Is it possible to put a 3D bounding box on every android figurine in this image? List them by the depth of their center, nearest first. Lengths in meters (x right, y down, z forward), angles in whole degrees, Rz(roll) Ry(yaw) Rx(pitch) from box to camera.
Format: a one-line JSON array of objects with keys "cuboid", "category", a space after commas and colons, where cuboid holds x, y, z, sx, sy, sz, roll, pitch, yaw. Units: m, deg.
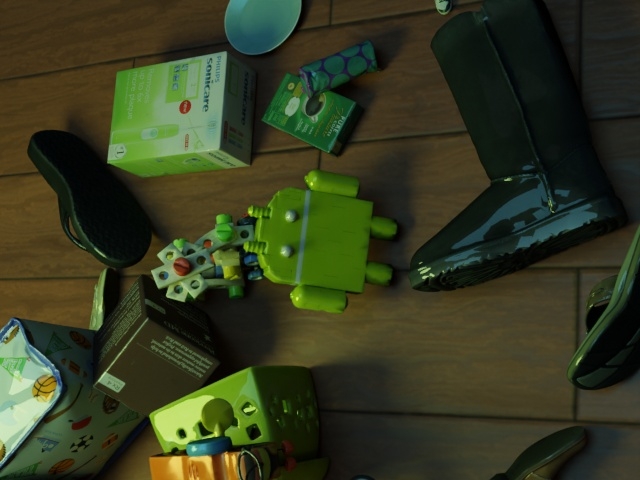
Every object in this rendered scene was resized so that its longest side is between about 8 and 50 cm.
[{"cuboid": [0.000, 0.000, 1.651, 0.056, 0.272, 0.248, 156, 124, -71], "category": "android figurine"}]

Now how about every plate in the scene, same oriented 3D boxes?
[{"cuboid": [-0.115, -0.469, 1.953, 0.188, 0.024, 0.188, -8, 73, 27], "category": "plate"}]

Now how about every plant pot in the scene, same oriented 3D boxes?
[{"cuboid": [-0.125, 0.353, 1.638, 0.227, 0.228, 0.207, -26, 72, 20], "category": "plant pot"}]

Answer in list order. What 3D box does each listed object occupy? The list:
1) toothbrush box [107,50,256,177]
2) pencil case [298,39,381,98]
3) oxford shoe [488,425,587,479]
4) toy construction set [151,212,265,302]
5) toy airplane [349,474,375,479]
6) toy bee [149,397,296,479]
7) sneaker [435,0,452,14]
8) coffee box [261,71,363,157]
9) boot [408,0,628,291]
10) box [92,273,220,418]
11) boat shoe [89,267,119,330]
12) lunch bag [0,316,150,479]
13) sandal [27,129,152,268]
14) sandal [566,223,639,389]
[{"cuboid": [-0.284, -0.252, 1.936, 0.283, 0.122, 0.206, -3, 76, 27], "category": "toothbrush box"}, {"cuboid": [0.035, -0.323, 1.780, 0.151, 0.070, 0.065, -23, 88, -6], "category": "pencil case"}, {"cuboid": [0.339, 0.370, 1.471, 0.212, 0.076, 0.076, -42, 91, 11], "category": "oxford shoe"}, {"cuboid": [-0.205, 0.035, 1.728, 0.215, 0.328, 0.151, -6, 86, -2], "category": "toy construction set"}, {"cuboid": [-0.029, 0.553, 1.433, 0.384, 0.386, 0.272, -45, 48, 13], "category": "toy airplane"}, {"cuboid": [-0.126, 0.359, 1.460, 0.298, 0.162, 0.195, 17, 105, 47], "category": "toy bee"}, {"cuboid": [0.222, -0.461, 1.754, 0.031, 0.037, 0.083, -16, 72, 23], "category": "sneaker"}, {"cuboid": [-0.017, -0.245, 1.829, 0.184, 0.040, 0.113, 28, 90, 32], "category": "coffee box"}, {"cuboid": [0.266, -0.171, 1.589, 0.367, 0.146, 0.445, -21, 71, 15], "category": "boot"}, {"cuboid": [-0.310, 0.202, 1.761, 0.167, 0.168, 0.203, -51, 24, 8], "category": "box"}, {"cuboid": [-0.458, 0.133, 1.975, 0.048, 0.056, 0.153, 0, 85, 24], "category": "boat shoe"}, {"cuboid": [-0.539, 0.368, 1.803, 0.385, 0.328, 0.239, -48, 62, 8], "category": "lunch bag"}, {"cuboid": [-0.493, -0.074, 2.009, 0.446, 0.167, 0.107, 51, 129, 36], "category": "sandal"}, {"cuboid": [0.466, 0.093, 1.448, 0.086, 0.120, 0.303, 25, 89, 59], "category": "sandal"}]
